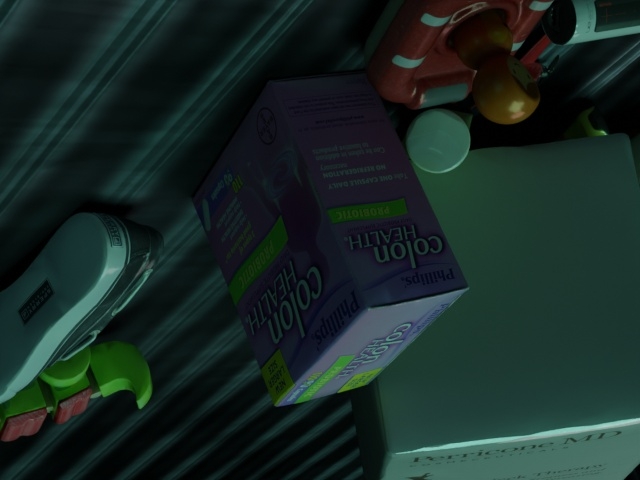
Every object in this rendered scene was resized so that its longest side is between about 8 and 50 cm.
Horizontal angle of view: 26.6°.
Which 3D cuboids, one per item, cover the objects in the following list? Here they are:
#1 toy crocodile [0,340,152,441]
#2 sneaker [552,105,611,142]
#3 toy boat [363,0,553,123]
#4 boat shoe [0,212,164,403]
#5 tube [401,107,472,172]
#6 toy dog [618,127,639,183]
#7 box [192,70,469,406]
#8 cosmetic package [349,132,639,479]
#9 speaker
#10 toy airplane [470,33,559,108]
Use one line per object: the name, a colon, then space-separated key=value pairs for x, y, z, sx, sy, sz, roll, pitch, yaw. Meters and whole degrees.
toy crocodile: x=-0.360 y=0.185 z=1.551 sx=0.340 sy=0.105 sz=0.115 roll=-14 pitch=157 yaw=-23
sneaker: x=0.295 y=-0.089 z=1.638 sx=0.094 sy=0.081 sz=0.208 roll=-13 pitch=156 yaw=-11
toy boat: x=0.143 y=-0.170 z=1.169 sx=0.151 sy=0.151 sz=0.231 roll=-14 pitch=157 yaw=-27
boat shoe: x=-0.274 y=0.077 z=1.396 sx=0.301 sy=0.108 sz=0.102 roll=-44 pitch=151 yaw=28
tube: x=0.116 y=-0.105 z=1.371 sx=0.070 sy=0.062 sz=0.240 roll=15 pitch=-173 yaw=3
toy dog: x=0.532 y=-0.090 z=1.622 sx=0.408 sy=0.285 sz=0.395 roll=-35 pitch=144 yaw=27
box: x=0.000 y=0.000 z=1.298 sx=0.117 sy=0.243 sz=0.213 roll=-11 pitch=156 yaw=-33
cosmetic package: x=0.199 y=0.115 z=1.585 sx=0.329 sy=0.327 sz=0.394 roll=-8 pitch=159 yaw=-3
speaker: x=0.284 y=-0.226 z=1.324 sx=0.136 sy=0.055 sz=0.055 roll=-12 pitch=156 yaw=-28
toy airplane: x=0.189 y=-0.171 z=1.389 sx=0.151 sy=0.028 sz=0.151 roll=-21 pitch=160 yaw=-8
